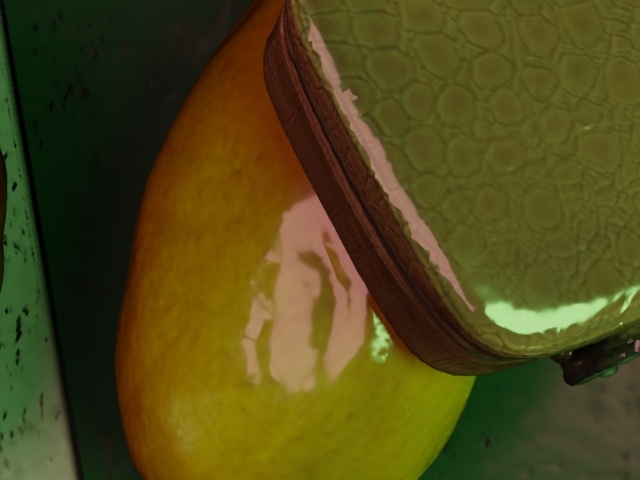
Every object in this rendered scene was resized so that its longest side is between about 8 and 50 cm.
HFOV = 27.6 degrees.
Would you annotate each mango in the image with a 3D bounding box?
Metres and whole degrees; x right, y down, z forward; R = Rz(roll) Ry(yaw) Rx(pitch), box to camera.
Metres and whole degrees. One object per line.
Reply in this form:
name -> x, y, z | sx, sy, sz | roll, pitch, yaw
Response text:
mango -> 0.000, 0.000, 0.465 | 0.147, 0.109, 0.227 | 24, 98, 44

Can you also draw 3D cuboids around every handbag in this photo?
handbag -> 0.091, -0.044, 0.389 | 0.193, 0.072, 0.151 | -20, 82, -15

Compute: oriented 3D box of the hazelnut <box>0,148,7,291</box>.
hazelnut -> -0.251, -0.003, 0.514 | 0.241, 0.261, 0.261 | 8, 94, 41
